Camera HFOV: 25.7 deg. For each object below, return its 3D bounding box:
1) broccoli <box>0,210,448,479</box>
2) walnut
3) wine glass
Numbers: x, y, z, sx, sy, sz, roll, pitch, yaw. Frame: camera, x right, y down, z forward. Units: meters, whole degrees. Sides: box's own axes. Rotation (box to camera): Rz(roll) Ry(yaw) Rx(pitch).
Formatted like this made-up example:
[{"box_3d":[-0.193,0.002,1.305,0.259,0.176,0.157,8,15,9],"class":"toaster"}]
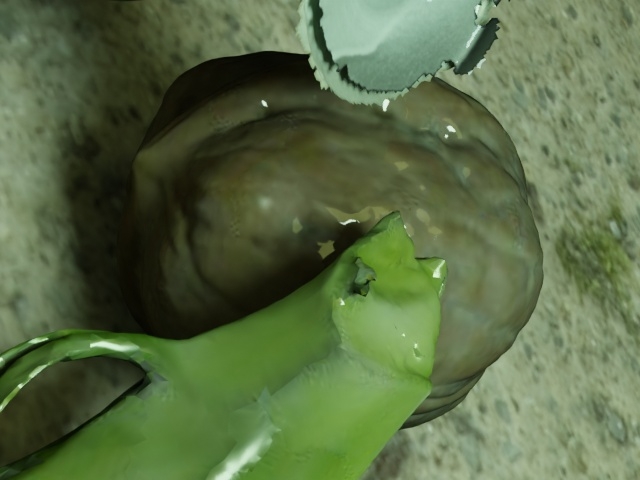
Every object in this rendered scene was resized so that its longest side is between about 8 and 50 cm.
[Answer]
[{"box_3d":[-0.068,0.147,0.514,0.186,0.302,0.254,27,46,-84],"class":"broccoli"},{"box_3d":[0.000,0.000,0.711,0.224,0.224,0.224,19,58,-33],"class":"walnut"},{"box_3d":[-0.063,-0.169,0.663,0.143,0.321,0.143,-26,128,-37],"class":"wine glass"}]
